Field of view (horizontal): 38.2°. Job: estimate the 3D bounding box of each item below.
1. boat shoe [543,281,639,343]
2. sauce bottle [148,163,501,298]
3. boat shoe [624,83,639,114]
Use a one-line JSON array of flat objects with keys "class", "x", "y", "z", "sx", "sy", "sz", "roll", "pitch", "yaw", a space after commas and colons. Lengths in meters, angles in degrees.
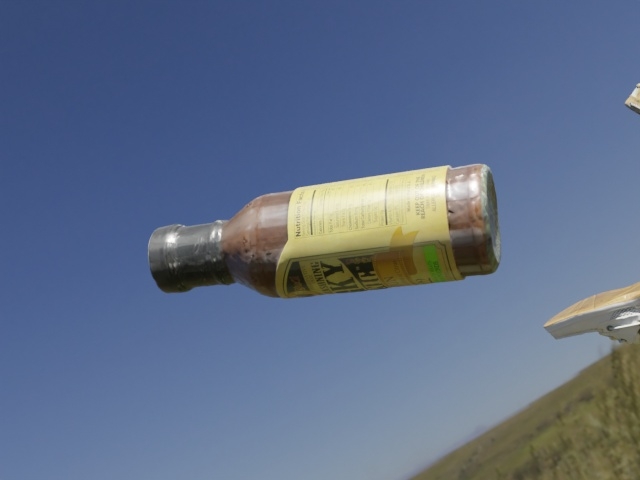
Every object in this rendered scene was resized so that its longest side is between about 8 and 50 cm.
[{"class": "boat shoe", "x": 0.509, "y": 0.131, "z": 1.542, "sx": 0.277, "sy": 0.096, "sz": 0.098, "roll": -23, "pitch": 4, "yaw": 35}, {"class": "sauce bottle", "x": 0.000, "y": 0.000, "z": 0.906, "sx": 0.344, "sy": 0.111, "sz": 0.111, "roll": -8, "pitch": -11, "yaw": 19}, {"class": "boat shoe", "x": 0.415, "y": -0.118, "z": 1.050, "sx": 0.072, "sy": 0.190, "sz": 0.068, "roll": -44, "pitch": -50, "yaw": 18}]
